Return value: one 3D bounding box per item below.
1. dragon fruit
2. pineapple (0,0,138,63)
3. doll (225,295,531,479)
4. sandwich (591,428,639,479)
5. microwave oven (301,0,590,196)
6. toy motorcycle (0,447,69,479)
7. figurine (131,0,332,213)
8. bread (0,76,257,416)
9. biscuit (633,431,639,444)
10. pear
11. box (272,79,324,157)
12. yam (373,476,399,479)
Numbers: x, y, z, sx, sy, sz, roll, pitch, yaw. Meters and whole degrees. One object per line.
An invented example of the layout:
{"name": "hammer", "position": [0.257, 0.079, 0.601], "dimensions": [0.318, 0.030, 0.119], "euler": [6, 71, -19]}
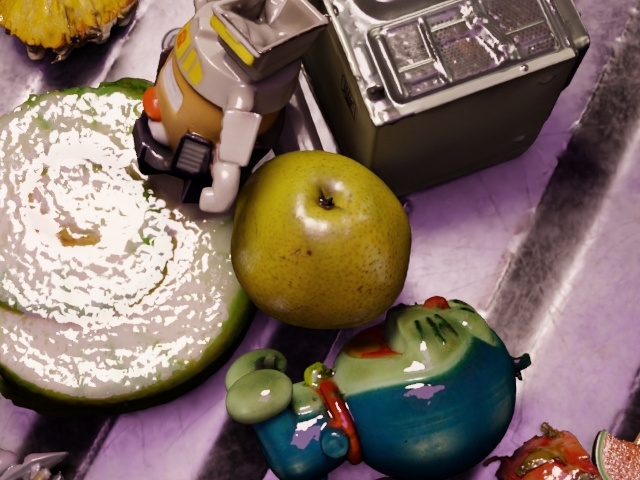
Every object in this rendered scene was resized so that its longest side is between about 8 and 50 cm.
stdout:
{"name": "dragon fruit", "position": [0.254, 0.272, 1.359], "dimensions": [0.102, 0.096, 0.147], "euler": [-31, 76, 0]}
{"name": "pineapple", "position": [-0.315, -0.335, 1.521], "dimensions": [0.161, 0.158, 0.334], "euler": [-31, 69, 35]}
{"name": "doll", "position": [0.068, 0.168, 1.339], "dimensions": [0.322, 0.198, 0.186], "euler": [-15, 102, 3]}
{"name": "sandwich", "position": [0.338, 0.254, 1.370], "dimensions": [0.101, 0.026, 0.069], "euler": [20, 75, 18]}
{"name": "microwave oven", "position": [0.093, -0.284, 1.380], "dimensions": [0.247, 0.333, 0.394], "euler": [-19, 77, -7]}
{"name": "toy motorcycle", "position": [-0.384, 0.275, 1.399], "dimensions": [0.225, 0.073, 0.152], "euler": [-11, 74, 1]}
{"name": "figurine", "position": [-0.094, -0.158, 1.255], "dimensions": [0.143, 0.308, 0.308], "euler": [21, 79, -6]}
{"name": "bread", "position": [-0.243, 0.015, 1.413], "dimensions": [0.366, 0.129, 0.382], "euler": [30, 75, 2]}
{"name": "biscuit", "position": [0.394, 0.300, 1.380], "dimensions": [0.142, 0.029, 0.221], "euler": [0, 77, 3]}
{"name": "pear", "position": [0.001, 0.000, 1.297], "dimensions": [0.198, 0.198, 0.198], "euler": [-1, 77, 2]}
{"name": "box", "position": [-0.034, -0.128, 1.458], "dimensions": [0.055, 0.103, 0.244], "euler": [-18, 77, -2]}
{"name": "yam", "position": [0.088, 0.431, 1.341], "dimensions": [0.081, 0.081, 0.357], "euler": [-5, 78, 1]}
